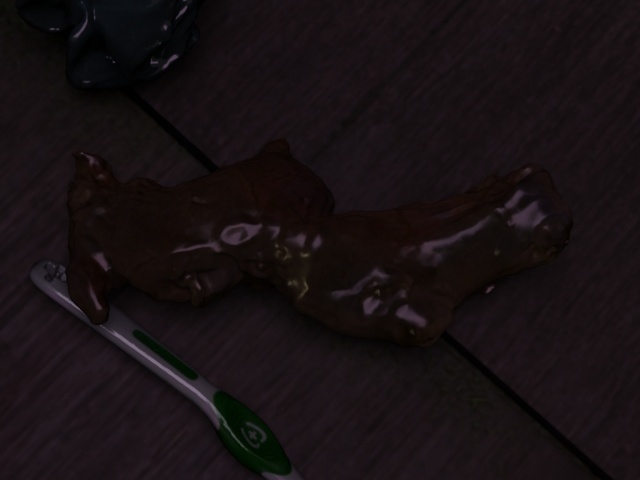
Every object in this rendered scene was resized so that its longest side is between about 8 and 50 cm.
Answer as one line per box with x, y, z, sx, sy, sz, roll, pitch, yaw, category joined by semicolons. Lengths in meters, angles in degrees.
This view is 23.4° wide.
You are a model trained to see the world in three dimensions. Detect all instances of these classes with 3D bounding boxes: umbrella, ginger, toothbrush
-0.209;-0.225;0.913;0.349;0.094;0.143;32;51;-2;umbrella
-0.002;0.000;0.890;0.290;0.084;0.122;1;53;-2;ginger
-0.047;0.108;0.874;0.304;0.030;0.030;37;74;7;toothbrush
